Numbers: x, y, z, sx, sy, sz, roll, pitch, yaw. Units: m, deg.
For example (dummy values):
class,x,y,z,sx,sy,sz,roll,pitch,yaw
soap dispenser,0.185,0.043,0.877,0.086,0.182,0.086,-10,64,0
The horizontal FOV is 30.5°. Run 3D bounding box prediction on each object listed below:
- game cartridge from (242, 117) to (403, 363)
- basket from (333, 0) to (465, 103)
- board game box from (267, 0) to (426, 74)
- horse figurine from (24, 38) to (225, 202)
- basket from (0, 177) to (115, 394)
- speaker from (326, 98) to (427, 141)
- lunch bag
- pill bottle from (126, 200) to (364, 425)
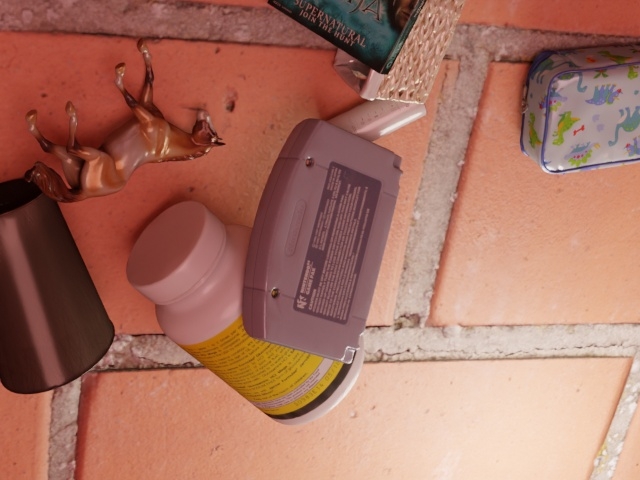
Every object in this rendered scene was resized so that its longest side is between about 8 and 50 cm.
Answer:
class,x,y,z,sx,sy,sz,roll,pitch,yaw
game cartridge,0.000,0.000,1.536,0.196,0.060,0.294,21,81,-43
basket,0.103,-0.270,1.520,0.103,0.113,0.167,8,116,-26
board game box,0.035,-0.304,1.445,0.026,0.186,0.126,-12,133,-62
horse figurine,-0.259,-0.126,1.474,0.263,0.066,0.174,-39,130,-23
basket,-0.372,0.048,1.497,0.154,0.204,0.227,-13,115,5
speaker,0.074,-0.166,1.605,0.136,0.055,0.055,-28,125,-4
lunch bag,0.399,-0.188,1.693,0.219,0.090,0.176,-10,121,-15
pill bottle,-0.103,0.098,1.615,0.188,0.188,0.334,-42,125,6
